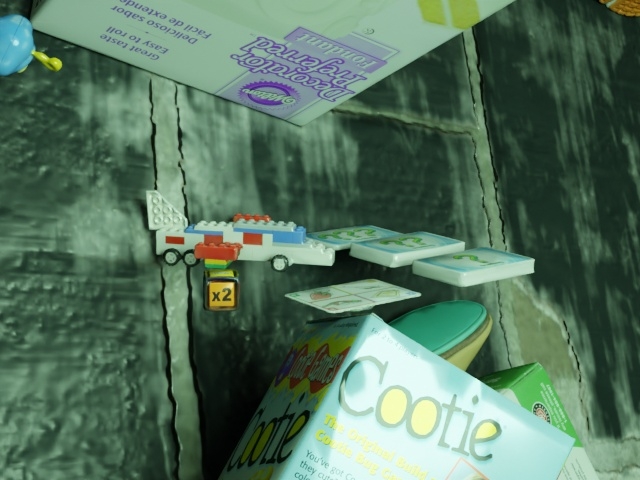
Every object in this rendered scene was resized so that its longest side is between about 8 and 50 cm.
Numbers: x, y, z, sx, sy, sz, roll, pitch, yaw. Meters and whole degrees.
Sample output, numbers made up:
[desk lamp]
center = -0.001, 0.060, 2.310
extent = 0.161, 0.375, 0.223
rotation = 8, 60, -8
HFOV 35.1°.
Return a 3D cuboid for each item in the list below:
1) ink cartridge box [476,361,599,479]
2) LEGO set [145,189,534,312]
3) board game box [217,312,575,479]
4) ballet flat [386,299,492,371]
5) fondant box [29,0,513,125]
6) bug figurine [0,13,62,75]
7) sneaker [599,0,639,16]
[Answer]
[ink cartridge box]
center = 0.113, 0.209, 0.768
extent = 0.208, 0.087, 0.153
rotation = -26, 91, -39
[LEGO set]
center = 0.000, 0.000, 0.695
extent = 0.244, 0.182, 0.060
rotation = -9, 105, -38
[board game box]
center = 0.000, 0.197, 0.583
extent = 0.144, 0.142, 0.275
rotation = 32, 77, -10
[ballet flat]
center = 0.045, 0.113, 0.773
extent = 0.232, 0.080, 0.073
rotation = -21, 116, -37
[fondant box]
center = -0.011, -0.202, 0.656
extent = 0.238, 0.330, 0.096
rotation = 16, 67, -32
[bug figurine]
center = -0.288, -0.077, 0.572
extent = 0.216, 0.072, 0.279
rotation = 30, 63, -19
[sneaker]
center = 0.310, -0.342, 1.103
extent = 0.262, 0.099, 0.121
rotation = 19, 60, -33
